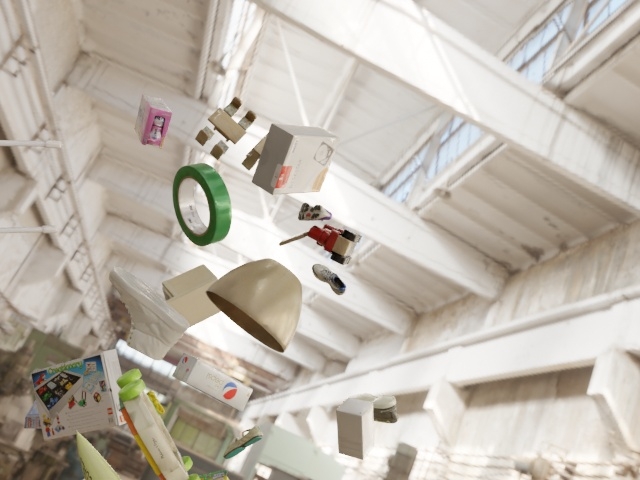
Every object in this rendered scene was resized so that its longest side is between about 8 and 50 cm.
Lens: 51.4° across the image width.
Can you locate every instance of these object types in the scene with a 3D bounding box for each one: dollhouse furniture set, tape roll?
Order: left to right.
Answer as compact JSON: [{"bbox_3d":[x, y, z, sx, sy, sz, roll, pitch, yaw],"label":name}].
[{"bbox_3d":[-0.467,-0.140,2.605,0.321,0.077,0.322,22,-60,44],"label":"tape roll"},{"bbox_3d":[-0.302,-0.400,2.477,0.242,0.212,0.161,43,-28,-7],"label":"dollhouse furniture set"}]

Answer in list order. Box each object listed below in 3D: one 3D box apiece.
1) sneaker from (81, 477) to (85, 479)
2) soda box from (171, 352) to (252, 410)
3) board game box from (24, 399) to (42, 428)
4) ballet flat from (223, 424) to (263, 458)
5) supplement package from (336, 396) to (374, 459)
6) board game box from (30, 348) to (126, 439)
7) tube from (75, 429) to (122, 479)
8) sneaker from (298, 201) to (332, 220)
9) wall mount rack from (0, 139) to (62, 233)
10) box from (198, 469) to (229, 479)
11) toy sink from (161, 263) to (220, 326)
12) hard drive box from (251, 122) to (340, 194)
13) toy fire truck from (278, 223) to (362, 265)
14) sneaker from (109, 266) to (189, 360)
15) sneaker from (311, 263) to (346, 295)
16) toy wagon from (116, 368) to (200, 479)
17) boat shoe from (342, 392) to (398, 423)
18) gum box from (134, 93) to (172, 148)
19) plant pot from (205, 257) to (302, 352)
[{"bbox_3d":[-0.708,0.809,2.165,0.081,0.094,0.209,29,-38,21],"label":"sneaker"},{"bbox_3d":[-0.283,0.377,1.760,0.073,0.069,0.216,7,-25,46],"label":"soda box"},{"bbox_3d":[-0.787,0.487,1.986,0.194,0.060,0.194,-2,39,-34],"label":"board game box"},{"bbox_3d":[-0.264,0.680,2.253,0.057,0.168,0.052,36,24,-54],"label":"ballet flat"},{"bbox_3d":[0.128,0.678,2.404,0.105,0.105,0.179,6,-72,29],"label":"supplement package"},{"bbox_3d":[-0.646,0.415,1.778,0.305,0.193,0.053,-18,-7,30],"label":"board game box"},{"bbox_3d":[-0.392,0.433,1.189,0.062,0.070,0.240,31,-5,-39],"label":"tube"},{"bbox_3d":[-0.020,-0.088,2.311,0.071,0.068,0.170,22,-4,-33],"label":"sneaker"},{"bbox_3d":[-0.689,-0.094,1.385,0.130,0.350,0.304,15,19,11],"label":"wall mount rack"},{"bbox_3d":[-0.276,0.662,1.649,0.105,0.179,0.043,-13,-49,5],"label":"box"},{"bbox_3d":[-0.486,0.213,2.404,0.131,0.234,0.153,36,-35,45],"label":"toy sink"},{"bbox_3d":[-0.068,-0.231,1.895,0.089,0.181,0.232,33,24,28],"label":"hard drive box"},{"bbox_3d":[0.000,0.000,2.376,0.246,0.159,0.217,26,4,8],"label":"toy fire truck"},{"bbox_3d":[-0.541,0.222,1.941,0.292,0.169,0.108,40,9,12],"label":"sneaker"},{"bbox_3d":[0.032,0.115,2.108,0.135,0.052,0.058,38,-20,2],"label":"sneaker"},{"bbox_3d":[-0.377,0.422,1.505,0.267,0.068,0.344,63,-17,-10],"label":"toy wagon"},{"bbox_3d":[0.195,0.663,2.622,0.305,0.109,0.091,-13,-84,56],"label":"boat shoe"},{"bbox_3d":[-0.475,-0.338,1.885,0.062,0.107,0.188,10,18,-26],"label":"gum box"},{"bbox_3d":[-0.161,0.163,1.924,0.284,0.191,0.284,34,-18,13],"label":"plant pot"}]
